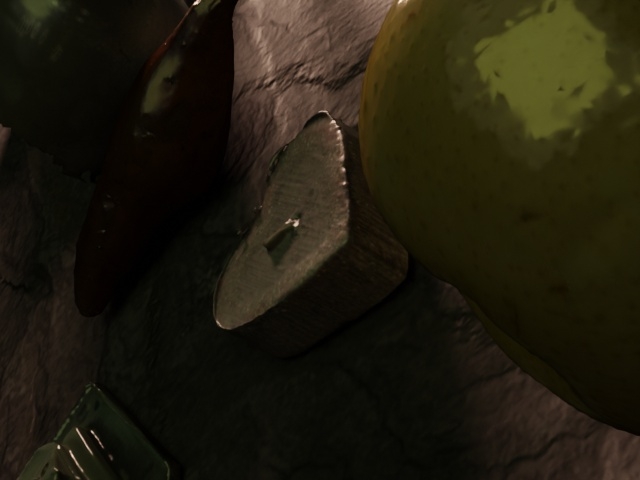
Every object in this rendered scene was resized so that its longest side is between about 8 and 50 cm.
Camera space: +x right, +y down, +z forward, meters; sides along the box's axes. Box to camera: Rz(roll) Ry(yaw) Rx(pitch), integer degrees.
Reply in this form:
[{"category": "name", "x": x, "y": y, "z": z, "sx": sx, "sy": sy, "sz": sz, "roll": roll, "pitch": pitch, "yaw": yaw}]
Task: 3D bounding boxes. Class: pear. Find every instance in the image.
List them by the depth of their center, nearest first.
[{"category": "pear", "x": 0.180, "y": -0.056, "z": 0.675, "sx": 0.309, "sy": 0.309, "sz": 0.309, "roll": -33, "pitch": 40, "yaw": 34}]

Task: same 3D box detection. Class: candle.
[{"category": "candle", "x": 0.000, "y": 0.000, "z": 1.070, "sx": 0.168, "sy": 0.068, "sz": 0.192, "roll": 18, "pitch": 80, "yaw": 60}]

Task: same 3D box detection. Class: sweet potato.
[{"category": "sweet potato", "x": -0.142, "y": -0.089, "z": 1.298, "sx": 0.359, "sy": 0.112, "sz": 0.112, "roll": -64, "pitch": 28, "yaw": 26}]

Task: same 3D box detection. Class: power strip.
[{"category": "power strip", "x": -0.224, "y": 0.230, "z": 1.189, "sx": 0.198, "sy": 0.064, "sz": 0.213, "roll": -58, "pitch": 32, "yaw": -1}]

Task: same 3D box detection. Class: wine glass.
[{"category": "wine glass", "x": -0.196, "y": -0.234, "z": 1.385, "sx": 0.323, "sy": 0.238, "sz": 0.238, "roll": -54, "pitch": 33, "yaw": 13}]
